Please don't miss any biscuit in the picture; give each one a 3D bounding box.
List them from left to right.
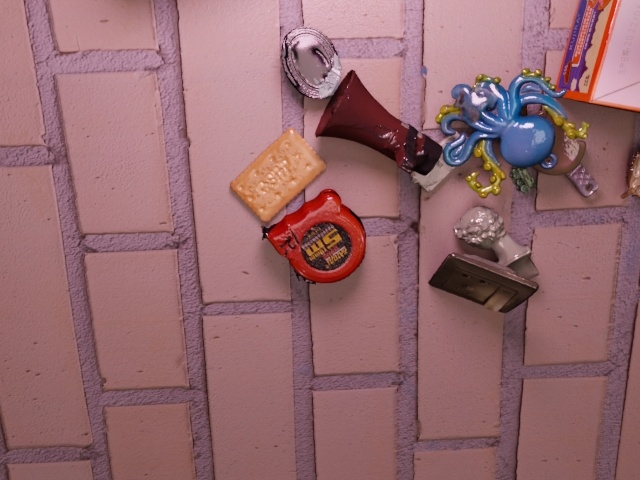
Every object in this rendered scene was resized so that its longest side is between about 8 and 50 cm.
[{"bbox_3d":[-0.119,-0.182,1.770,0.249,0.030,0.160,-41,103,10],"label":"biscuit"}]

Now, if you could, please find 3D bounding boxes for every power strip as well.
[{"bbox_3d":[0.340,-0.222,1.767,0.081,0.035,0.192,42,102,-12],"label":"power strip"},{"bbox_3d":[0.456,0.107,1.771,0.251,0.257,0.092,26,67,5],"label":"power strip"}]

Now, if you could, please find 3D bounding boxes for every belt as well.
[{"bbox_3d":[-0.021,-0.468,1.666,0.151,0.078,0.199,-27,102,2],"label":"belt"}]

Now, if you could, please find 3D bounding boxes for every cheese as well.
[{"bbox_3d":[0.678,-0.235,1.751,0.286,0.082,0.163,42,102,-14],"label":"cheese"}]

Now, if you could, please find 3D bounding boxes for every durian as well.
[{"bbox_3d":[0.919,-0.186,1.764,0.148,0.091,0.188,44,104,0],"label":"durian"}]

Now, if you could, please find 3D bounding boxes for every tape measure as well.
[{"bbox_3d":[0.001,0.000,1.784,0.253,0.114,0.260,-35,107,8],"label":"tape measure"}]

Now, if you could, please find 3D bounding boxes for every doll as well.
[{"bbox_3d":[0.486,-0.299,1.669,0.341,0.099,0.346,44,116,7],"label":"doll"}]

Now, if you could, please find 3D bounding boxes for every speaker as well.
[{"bbox_3d":[0.172,-0.287,1.621,0.329,0.259,0.198,27,87,-6],"label":"speaker"}]

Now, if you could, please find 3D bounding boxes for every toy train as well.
[{"bbox_3d":[0.576,-0.176,1.787,0.053,0.033,0.083,-32,104,2],"label":"toy train"}]

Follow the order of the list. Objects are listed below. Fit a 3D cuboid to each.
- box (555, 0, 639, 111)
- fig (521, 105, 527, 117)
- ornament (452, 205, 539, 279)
[{"bbox_3d":[0.820,-0.502,1.584,0.318,0.257,0.349,8,107,-2],"label":"box"},{"bbox_3d":[0.520,-0.351,1.717,0.087,0.074,0.074,3,107,13],"label":"fig"},{"bbox_3d":[0.515,0.012,1.792,0.285,0.120,0.130,38,110,-10],"label":"ornament"}]
